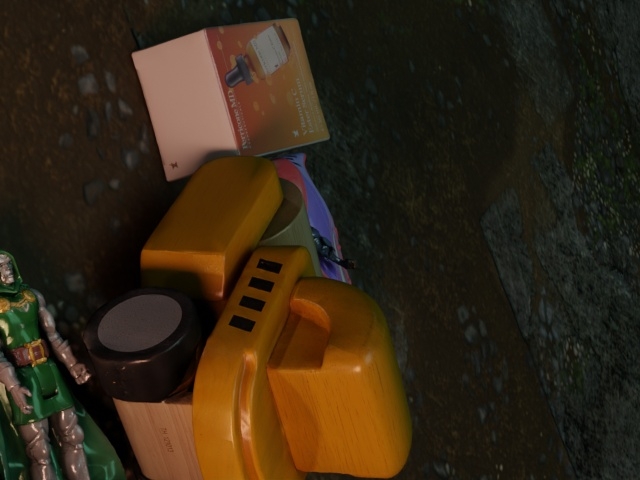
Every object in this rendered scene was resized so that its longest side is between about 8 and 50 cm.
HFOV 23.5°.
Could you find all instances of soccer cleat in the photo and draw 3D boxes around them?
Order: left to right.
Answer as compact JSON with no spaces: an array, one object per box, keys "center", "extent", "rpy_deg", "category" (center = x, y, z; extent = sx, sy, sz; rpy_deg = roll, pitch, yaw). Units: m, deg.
[{"center":[-0.001,0.029,1.569],"extent":[0.095,0.083,0.248],"rpy_deg":[-37,106,-46],"category":"soccer cleat"}]

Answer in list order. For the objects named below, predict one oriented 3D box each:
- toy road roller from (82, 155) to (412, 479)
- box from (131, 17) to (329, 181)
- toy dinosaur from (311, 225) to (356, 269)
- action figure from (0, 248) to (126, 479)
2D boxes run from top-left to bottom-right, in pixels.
[{"center":[-0.030,0.089,1.320],"extent":[0.329,0.241,0.202],"rpy_deg":[-65,149,-48],"category":"toy road roller"},{"center":[-0.084,-0.139,1.495],"extent":[0.170,0.091,0.130],"rpy_deg":[-21,96,-58],"category":"box"},{"center":[0.000,0.000,1.500],"extent":[0.082,0.047,0.090],"rpy_deg":[17,62,-45],"category":"toy dinosaur"},{"center":[-0.225,0.117,1.211],"extent":[0.137,0.063,0.232],"rpy_deg":[-23,94,-55],"category":"action figure"}]
